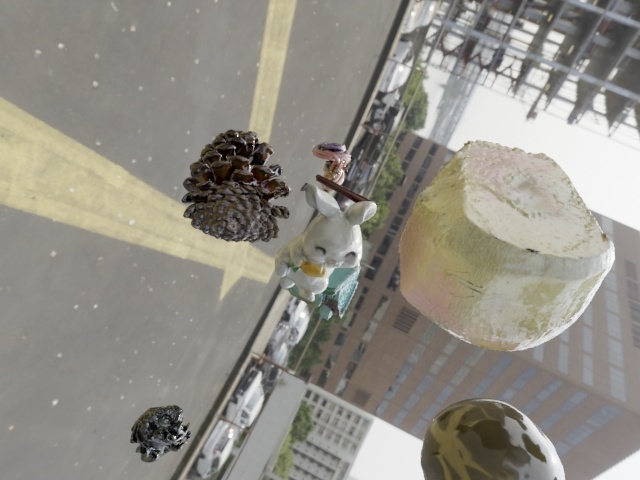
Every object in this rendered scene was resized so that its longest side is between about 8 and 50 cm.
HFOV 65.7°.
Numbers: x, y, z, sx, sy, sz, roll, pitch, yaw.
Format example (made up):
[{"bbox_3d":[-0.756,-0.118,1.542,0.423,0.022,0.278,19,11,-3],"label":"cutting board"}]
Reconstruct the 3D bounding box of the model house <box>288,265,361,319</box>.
[{"bbox_3d":[-0.029,0.176,1.913,0.230,0.281,0.248,-35,149,-50],"label":"model house"}]

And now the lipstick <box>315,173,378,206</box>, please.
[{"bbox_3d":[0.064,-0.122,1.247,0.027,0.177,0.027,-56,168,-19],"label":"lipstick"}]

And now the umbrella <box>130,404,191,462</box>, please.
[{"bbox_3d":[-0.470,0.563,1.392,0.336,0.154,0.128,-47,-136,41],"label":"umbrella"}]

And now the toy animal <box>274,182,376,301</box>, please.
[{"bbox_3d":[0.005,0.005,1.199,0.154,0.209,0.325,-77,-178,-54],"label":"toy animal"}]

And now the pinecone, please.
[{"bbox_3d":[-0.184,-0.133,1.136,0.246,0.246,0.292,104,-14,-54],"label":"pinecone"}]

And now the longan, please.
[{"bbox_3d":[0.421,0.560,1.214,0.361,0.361,0.361,-62,172,-16],"label":"longan"}]

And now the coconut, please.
[{"bbox_3d":[0.350,0.038,1.010,0.404,0.405,0.404,-62,172,-16],"label":"coconut"}]

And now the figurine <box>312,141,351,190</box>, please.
[{"bbox_3d":[0.043,-0.234,1.541,0.126,0.114,0.157,-32,110,-70],"label":"figurine"}]
